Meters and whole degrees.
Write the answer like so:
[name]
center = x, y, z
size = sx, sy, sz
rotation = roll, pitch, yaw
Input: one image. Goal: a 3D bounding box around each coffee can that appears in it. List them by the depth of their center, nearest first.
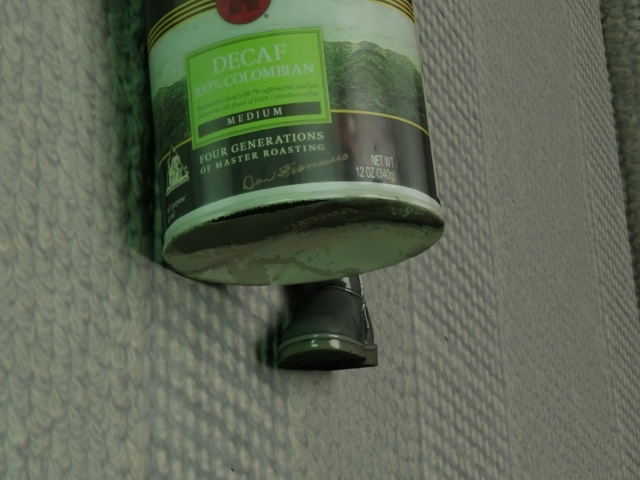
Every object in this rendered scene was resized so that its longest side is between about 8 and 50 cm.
[coffee can]
center = -0.025, -0.126, 1.330
size = 0.201, 0.201, 0.275
rotation = 30, 51, -63

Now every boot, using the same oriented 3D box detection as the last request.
[boot]
center = -0.002, 0.000, 1.495
size = 0.189, 0.076, 0.208
rotation = 34, 51, -81
